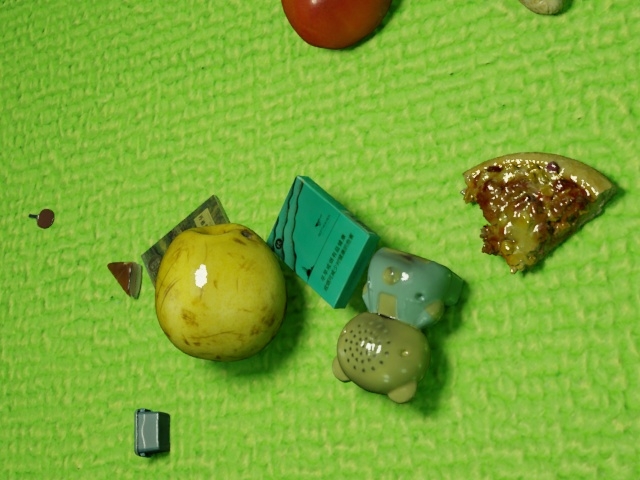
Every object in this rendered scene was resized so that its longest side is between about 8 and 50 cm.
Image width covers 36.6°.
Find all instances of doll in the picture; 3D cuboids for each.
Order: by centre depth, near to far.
[{"bbox_3d":[0.134,0.153,1.746,0.177,0.161,0.261,18,84,31],"label":"doll"}]

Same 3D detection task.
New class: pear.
[{"bbox_3d":[-0.192,0.101,1.880,0.280,0.280,0.281,-9,72,28],"label":"pear"}]

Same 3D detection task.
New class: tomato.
[{"bbox_3d":[0.025,-0.526,1.989,0.259,0.180,0.260,-10,70,30],"label":"tomato"}]

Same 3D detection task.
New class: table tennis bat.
[{"bbox_3d":[-0.683,-0.055,2.371,0.083,0.007,0.050,10,82,30],"label":"table tennis bat"}]

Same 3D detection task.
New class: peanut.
[{"bbox_3d":[0.386,-0.484,1.823,0.174,0.080,0.080,41,98,31],"label":"peanut"}]

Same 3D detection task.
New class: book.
[{"bbox_3d":[-0.282,0.028,2.104,0.228,0.024,0.160,-39,58,17],"label":"book"}]

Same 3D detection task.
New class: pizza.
[{"bbox_3d":[0.365,-0.051,1.714,0.289,0.081,0.229,11,82,30],"label":"pizza"}]

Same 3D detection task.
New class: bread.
[{"bbox_3d":[-0.428,0.074,2.165,0.062,0.043,0.109,-48,58,12],"label":"bread"}]

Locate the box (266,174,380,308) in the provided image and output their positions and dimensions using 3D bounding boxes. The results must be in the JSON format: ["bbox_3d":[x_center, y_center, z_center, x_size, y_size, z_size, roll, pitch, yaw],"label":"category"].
[{"bbox_3d":[0.000,0.000,1.831,0.226,0.042,0.161,41,115,37],"label":"box"}]

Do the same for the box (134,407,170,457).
[{"bbox_3d":[-0.348,0.399,2.014,0.054,0.074,0.099,-9,72,17],"label":"box"}]
